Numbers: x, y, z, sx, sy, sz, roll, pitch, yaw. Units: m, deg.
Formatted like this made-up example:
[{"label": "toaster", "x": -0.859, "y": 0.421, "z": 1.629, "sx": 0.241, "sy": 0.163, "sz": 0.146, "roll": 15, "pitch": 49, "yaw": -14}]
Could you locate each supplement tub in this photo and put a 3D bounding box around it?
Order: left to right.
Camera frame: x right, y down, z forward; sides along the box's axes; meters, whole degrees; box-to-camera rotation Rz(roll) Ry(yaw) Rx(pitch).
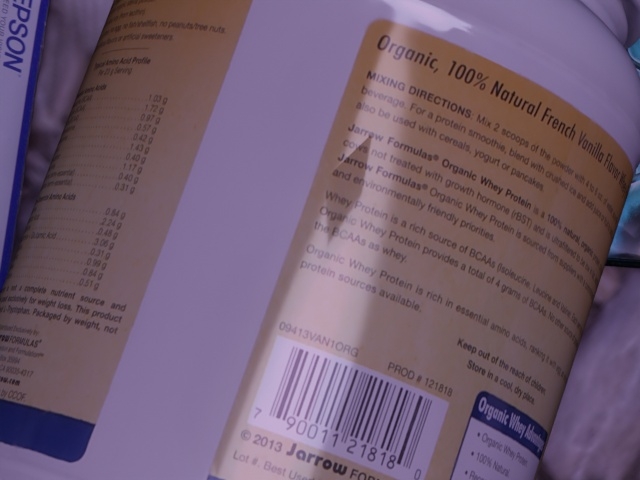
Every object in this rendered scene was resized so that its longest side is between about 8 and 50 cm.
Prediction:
[{"label": "supplement tub", "x": 0.000, "y": 0.000, "z": 0.796, "sx": 0.228, "sy": 0.228, "sz": 0.316, "roll": 21, "pitch": 79, "yaw": -5}]

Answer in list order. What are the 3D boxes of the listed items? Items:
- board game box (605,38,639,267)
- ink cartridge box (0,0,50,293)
[{"label": "board game box", "x": 0.150, "y": -0.080, "z": 0.934, "sx": 0.126, "sy": 0.026, "sz": 0.186, "roll": 4, "pitch": 81, "yaw": -8}, {"label": "ink cartridge box", "x": -0.228, "y": -0.052, "z": 0.813, "sx": 0.224, "sy": 0.045, "sz": 0.223, "roll": 25, "pitch": 57, "yaw": -35}]
